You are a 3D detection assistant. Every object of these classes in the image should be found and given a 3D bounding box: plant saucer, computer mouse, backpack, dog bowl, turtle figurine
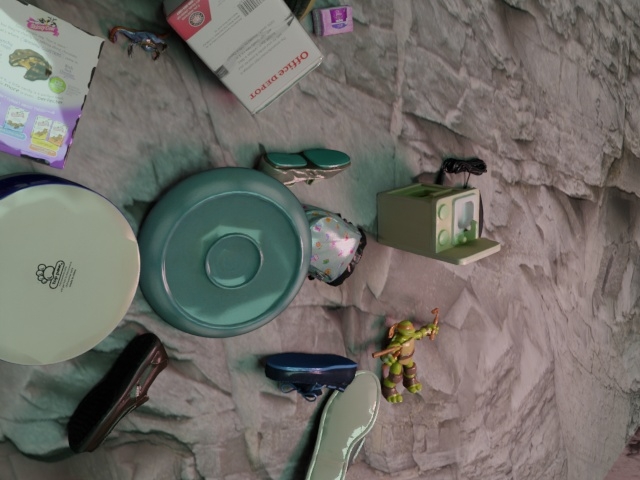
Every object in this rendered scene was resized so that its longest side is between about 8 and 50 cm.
[{"bbox_3d":[-0.154,0.032,1.117,0.318,0.044,0.317,-8,110,-22],"label":"plant saucer"},{"bbox_3d":[0.357,-0.080,1.615,0.184,0.060,0.262,3,99,-44],"label":"computer mouse"},{"bbox_3d":[0.000,0.000,1.272,0.182,0.115,0.152,32,82,-40],"label":"backpack"},{"bbox_3d":[-0.399,0.039,0.920,0.265,0.104,0.264,-13,110,-40],"label":"dog bowl"},{"bbox_3d":[0.189,0.276,1.540,0.269,0.087,0.217,-26,126,-46],"label":"turtle figurine"}]

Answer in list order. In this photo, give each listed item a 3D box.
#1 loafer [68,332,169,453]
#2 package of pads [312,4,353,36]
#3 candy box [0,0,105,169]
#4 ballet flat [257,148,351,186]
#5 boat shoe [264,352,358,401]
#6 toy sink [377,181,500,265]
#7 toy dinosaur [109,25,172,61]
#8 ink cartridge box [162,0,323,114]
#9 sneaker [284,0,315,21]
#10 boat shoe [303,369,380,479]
[{"bbox_3d":[-0.323,0.261,1.068,0.220,0.080,0.078,-53,130,-19],"label":"loafer"},{"bbox_3d":[0.023,-0.420,1.233,0.083,0.032,0.050,-23,118,-37],"label":"package of pads"},{"bbox_3d":[-0.406,-0.215,0.868,0.165,0.070,0.196,19,89,-44],"label":"candy box"},{"bbox_3d":[-0.034,-0.137,1.247,0.213,0.072,0.068,-9,134,-40],"label":"ballet flat"},{"bbox_3d":[-0.012,0.292,1.348,0.258,0.109,0.089,13,95,-42],"label":"boat shoe"},{"bbox_3d":[0.260,-0.048,1.415,0.153,0.234,0.131,-17,113,-38],"label":"toy sink"},{"bbox_3d":[-0.281,-0.310,0.994,0.082,0.047,0.090,32,46,-34],"label":"toy dinosaur"},{"bbox_3d":[-0.121,-0.336,1.041,0.159,0.092,0.218,-37,129,9],"label":"ink cartridge box"},{"bbox_3d":[-0.001,-0.570,1.109,0.182,0.158,0.410,-8,113,-59],"label":"sneaker"},{"bbox_3d":[0.043,0.446,1.470,0.099,0.116,0.319,103,10,-74],"label":"boat shoe"}]
